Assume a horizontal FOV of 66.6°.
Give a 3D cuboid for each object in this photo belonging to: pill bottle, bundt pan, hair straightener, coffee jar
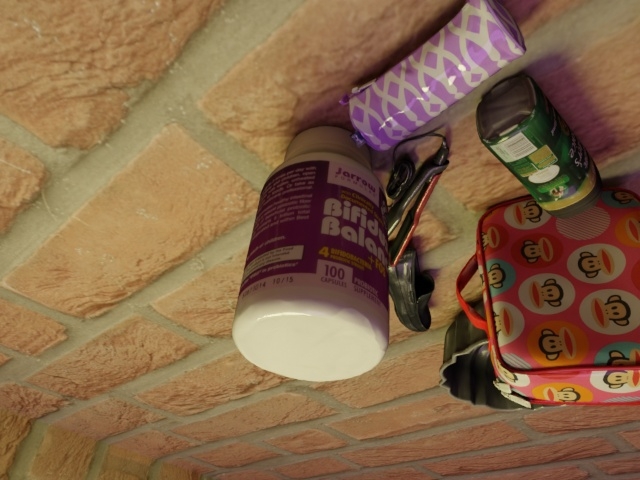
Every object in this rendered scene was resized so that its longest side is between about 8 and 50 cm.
[{"bbox_3d":[0.000,0.000,0.600,0.169,0.302,0.169,3,141,3],"label":"pill bottle"},{"bbox_3d":[0.390,0.210,0.942,0.330,0.124,0.331,3,139,2],"label":"bundt pan"},{"bbox_3d":[0.112,-0.058,0.702,0.088,0.047,0.231,15,132,-11],"label":"hair straightener"},{"bbox_3d":[0.274,-0.109,0.602,0.184,0.096,0.079,34,135,-31],"label":"coffee jar"}]

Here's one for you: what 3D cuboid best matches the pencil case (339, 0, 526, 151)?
[{"bbox_3d":[0.120,-0.185,0.544,0.206,0.086,0.088,-31,104,34],"label":"pencil case"}]

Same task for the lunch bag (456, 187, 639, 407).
[{"bbox_3d":[0.315,0.068,0.653,0.257,0.293,0.120,-8,137,22],"label":"lunch bag"}]

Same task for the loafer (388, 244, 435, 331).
[{"bbox_3d":[0.166,0.091,0.863,0.078,0.076,0.223,-7,135,26],"label":"loafer"}]
